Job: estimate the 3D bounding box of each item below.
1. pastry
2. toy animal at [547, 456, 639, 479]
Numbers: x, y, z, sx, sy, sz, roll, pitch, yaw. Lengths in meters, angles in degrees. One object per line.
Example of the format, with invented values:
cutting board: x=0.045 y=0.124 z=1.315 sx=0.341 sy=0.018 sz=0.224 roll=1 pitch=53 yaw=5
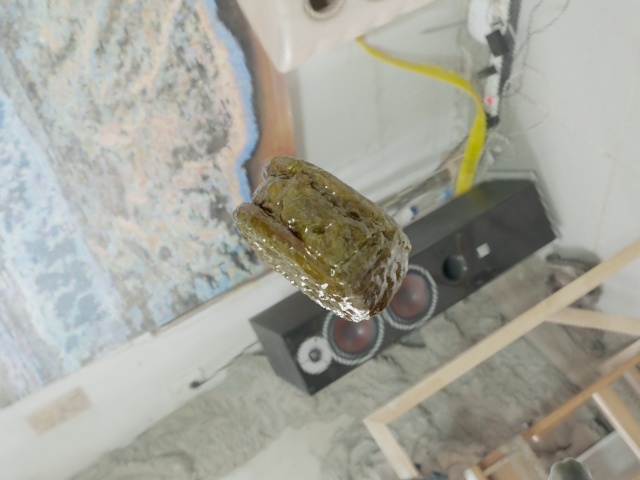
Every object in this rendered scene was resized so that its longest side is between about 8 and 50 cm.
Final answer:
pastry: x=0.000 y=0.000 z=0.471 sx=0.097 sy=0.057 sz=0.109 roll=37 pitch=168 yaw=-10
toy animal: x=0.351 y=0.231 z=0.691 sx=0.308 sy=0.266 sz=0.188 roll=33 pitch=162 yaw=18
